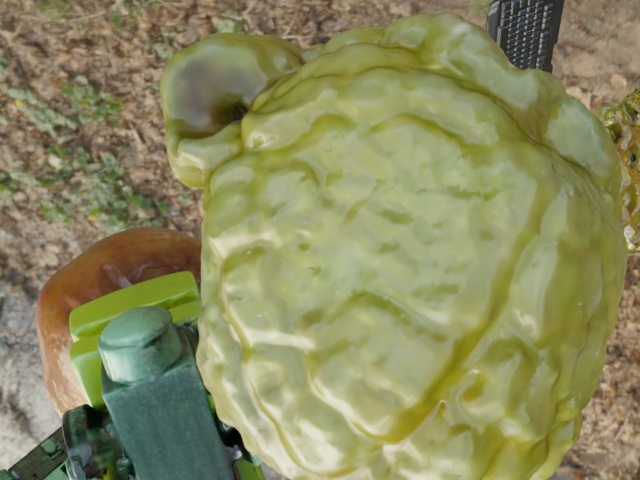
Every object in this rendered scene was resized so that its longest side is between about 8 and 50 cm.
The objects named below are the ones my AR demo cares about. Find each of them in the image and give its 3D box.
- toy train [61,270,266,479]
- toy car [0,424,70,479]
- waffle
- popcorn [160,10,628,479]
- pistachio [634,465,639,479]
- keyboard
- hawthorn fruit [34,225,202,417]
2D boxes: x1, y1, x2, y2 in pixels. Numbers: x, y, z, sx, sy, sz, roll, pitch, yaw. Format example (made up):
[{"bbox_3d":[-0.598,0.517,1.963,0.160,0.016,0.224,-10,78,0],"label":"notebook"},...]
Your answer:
[{"bbox_3d":[-0.121,0.241,0.795,0.179,0.272,0.442,-19,111,-11],"label":"toy train"},{"bbox_3d":[-0.318,0.319,1.028,0.136,0.306,0.125,42,125,5],"label":"toy car"},{"bbox_3d":[0.584,-0.122,1.420,0.068,0.325,0.302,-172,85,-64],"label":"waffle"},{"bbox_3d":[0.044,-0.001,0.422,0.225,0.173,0.286,-22,75,21],"label":"popcorn"},{"bbox_3d":[0.298,0.219,0.554,0.131,0.206,0.129,-19,127,12],"label":"pistachio"},{"bbox_3d":[0.282,-0.254,1.139,0.106,0.016,0.262,-14,150,0],"label":"keyboard"},{"bbox_3d":[-0.316,0.189,1.578,0.471,0.472,0.472,9,116,20],"label":"hawthorn fruit"}]
